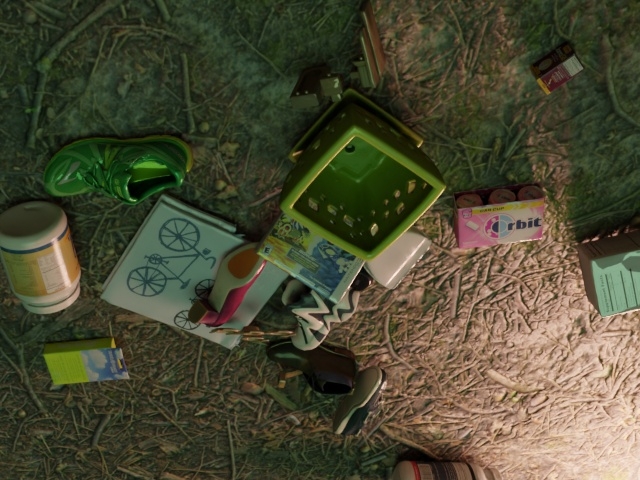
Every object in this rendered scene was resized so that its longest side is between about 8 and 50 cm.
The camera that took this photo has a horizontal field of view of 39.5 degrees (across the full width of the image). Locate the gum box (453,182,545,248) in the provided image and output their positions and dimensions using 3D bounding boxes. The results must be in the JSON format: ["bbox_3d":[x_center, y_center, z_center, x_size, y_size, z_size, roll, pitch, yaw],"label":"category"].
[{"bbox_3d":[0.376,-0.052,1.865,0.188,0.062,0.107,-7,128,1],"label":"gum box"}]

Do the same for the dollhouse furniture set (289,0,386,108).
[{"bbox_3d":[0.020,-0.331,1.589,0.151,0.144,0.123,-6,125,19],"label":"dollhouse furniture set"}]

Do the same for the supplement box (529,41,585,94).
[{"bbox_3d":[0.441,-0.322,1.665,0.083,0.055,0.043,-35,122,20],"label":"supplement box"}]

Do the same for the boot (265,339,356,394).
[{"bbox_3d":[-0.018,0.296,2.079,0.219,0.106,0.082,8,127,-11],"label":"boot"}]

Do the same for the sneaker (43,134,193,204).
[{"bbox_3d":[-0.393,-0.133,1.707,0.295,0.123,0.109,-9,128,4],"label":"sneaker"}]

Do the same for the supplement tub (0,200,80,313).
[{"bbox_3d":[-0.571,0.035,1.812,0.144,0.144,0.200,-4,128,-1],"label":"supplement tub"}]

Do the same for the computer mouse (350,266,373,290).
[{"bbox_3d":[0.001,0.052,1.941,0.242,0.041,0.071,19,132,-11],"label":"computer mouse"}]

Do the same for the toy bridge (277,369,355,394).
[{"bbox_3d":[-0.008,0.331,2.134,0.188,0.063,0.026,7,127,-8],"label":"toy bridge"}]

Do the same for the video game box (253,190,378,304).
[{"bbox_3d":[0.000,0.000,1.815,0.205,0.048,0.187,32,88,-13],"label":"video game box"}]

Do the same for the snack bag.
[{"bbox_3d":[-0.260,0.078,1.931,0.342,0.037,0.323,24,125,-20],"label":"snack bag"}]

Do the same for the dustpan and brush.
[{"bbox_3d":[0.114,-0.004,1.893,0.211,0.060,0.147,32,104,-31],"label":"dustpan and brush"}]

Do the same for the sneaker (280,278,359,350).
[{"bbox_3d":[-0.038,0.148,1.963,0.153,0.094,0.235,30,143,-17],"label":"sneaker"}]

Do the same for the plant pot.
[{"bbox_3d":[0.070,-0.137,1.686,0.228,0.207,0.227,30,120,-25],"label":"plant pot"}]

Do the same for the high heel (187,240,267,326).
[{"bbox_3d":[-0.172,0.095,1.897,0.244,0.082,0.117,-51,155,15],"label":"high heel"}]

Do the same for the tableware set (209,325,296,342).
[{"bbox_3d":[-0.149,0.206,1.955,0.168,0.020,0.141,13,163,-43],"label":"tableware set"}]

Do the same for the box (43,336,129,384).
[{"bbox_3d":[-0.540,0.280,2.068,0.178,0.042,0.109,-5,129,-1],"label":"box"}]

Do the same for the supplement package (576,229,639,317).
[{"bbox_3d":[0.692,0.058,1.904,0.244,0.139,0.134,-14,103,7],"label":"supplement package"}]

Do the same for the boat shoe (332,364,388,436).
[{"bbox_3d":[0.110,0.399,2.176,0.079,0.095,0.254,18,126,-15],"label":"boat shoe"}]

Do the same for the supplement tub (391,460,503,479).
[{"bbox_3d":[0.331,0.681,2.351,0.272,0.191,0.191,4,127,-7],"label":"supplement tub"}]
